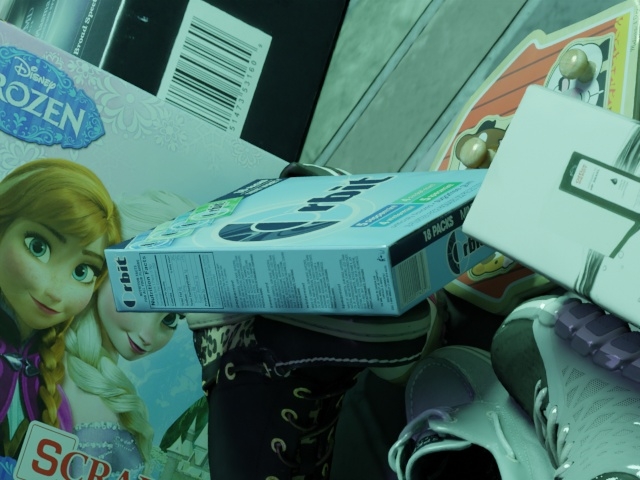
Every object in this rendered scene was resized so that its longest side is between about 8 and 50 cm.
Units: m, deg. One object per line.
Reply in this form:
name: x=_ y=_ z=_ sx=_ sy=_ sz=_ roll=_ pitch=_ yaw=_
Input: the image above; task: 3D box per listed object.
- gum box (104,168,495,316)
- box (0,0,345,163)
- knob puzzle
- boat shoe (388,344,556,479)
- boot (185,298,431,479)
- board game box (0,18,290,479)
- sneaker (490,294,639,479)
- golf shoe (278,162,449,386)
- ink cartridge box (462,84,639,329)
gum box: x=0.000 y=0.000 z=1.023 sx=0.184 sy=0.157 sz=0.041 roll=0 pitch=106 yaw=32
box: x=-0.158 y=-0.101 z=1.419 sx=0.294 sy=0.182 sz=0.296 roll=-6 pitch=63 yaw=58
knob puzzle: x=0.113 y=-0.046 z=1.098 sx=0.213 sy=0.030 sz=0.213 roll=-37 pitch=41 yaw=40
boat shoe: x=0.083 y=0.122 z=0.970 sx=0.079 sy=0.081 sz=0.227 roll=-54 pitch=32 yaw=18
boot: x=-0.006 y=0.114 z=1.068 sx=0.236 sy=0.085 sz=0.179 roll=-1 pitch=92 yaw=61
board game box: x=-0.163 y=0.053 z=1.175 sx=0.066 sy=0.318 sz=0.318 roll=-7 pitch=63 yaw=54
sneaker: x=0.118 y=0.106 z=0.876 sx=0.132 sy=0.086 sz=0.228 roll=-38 pitch=26 yaw=-16
golf shoe: x=0.019 y=0.020 z=1.143 sx=0.067 sy=0.086 sz=0.186 roll=-50 pitch=34 yaw=19
ink cartridge box: x=0.182 y=0.010 z=0.830 sx=0.086 sy=0.148 sz=0.203 roll=-65 pitch=29 yaw=4
